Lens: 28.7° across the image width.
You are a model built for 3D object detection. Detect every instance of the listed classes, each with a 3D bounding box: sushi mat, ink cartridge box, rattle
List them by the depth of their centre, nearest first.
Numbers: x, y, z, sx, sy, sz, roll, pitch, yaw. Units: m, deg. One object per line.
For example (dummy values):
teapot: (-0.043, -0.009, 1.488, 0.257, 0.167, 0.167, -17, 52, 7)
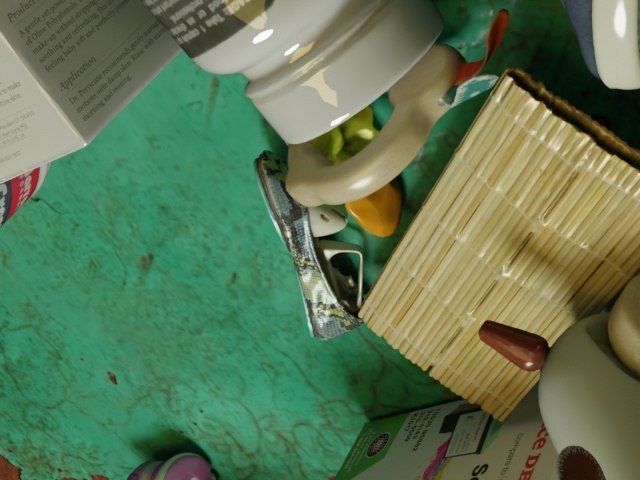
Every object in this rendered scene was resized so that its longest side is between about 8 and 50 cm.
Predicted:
rattle: (0.082, -0.069, 0.894, 0.200, 0.130, 0.142, -26, 115, 28)
sushi mat: (0.135, 0.017, 0.921, 0.151, 0.019, 0.316, 36, 142, 7)
ink cartridge box: (0.129, 0.236, 1.057, 0.278, 0.201, 0.117, -22, 114, 42)

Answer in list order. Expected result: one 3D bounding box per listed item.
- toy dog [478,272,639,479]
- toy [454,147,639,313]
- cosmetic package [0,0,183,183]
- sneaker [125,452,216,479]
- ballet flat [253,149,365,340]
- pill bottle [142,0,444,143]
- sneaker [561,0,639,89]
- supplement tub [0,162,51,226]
toy dog: (0.172, 0.156, 0.802, 0.161, 0.333, 0.220, 12, 120, 1)
toy: (0.221, -0.007, 0.888, 0.237, 0.056, 0.137, 12, 133, 31)
cosmetic package: (-0.261, -0.243, 0.878, 0.155, 0.197, 0.365, -17, 116, 42)
sneaker: (-0.146, 0.333, 1.409, 0.105, 0.095, 0.236, 0, 123, 41)
ballet flat: (0.000, 0.000, 1.041, 0.070, 0.070, 0.188, 4, 131, 29)
pill bottle: (-0.059, -0.210, 0.805, 0.161, 0.161, 0.283, -24, 112, 43)
sneaker: (0.121, -0.249, 0.695, 0.148, 0.131, 0.350, 8, 126, 36)
supplement tub: (-0.343, -0.066, 1.029, 0.191, 0.272, 0.191, 18, 135, 18)
